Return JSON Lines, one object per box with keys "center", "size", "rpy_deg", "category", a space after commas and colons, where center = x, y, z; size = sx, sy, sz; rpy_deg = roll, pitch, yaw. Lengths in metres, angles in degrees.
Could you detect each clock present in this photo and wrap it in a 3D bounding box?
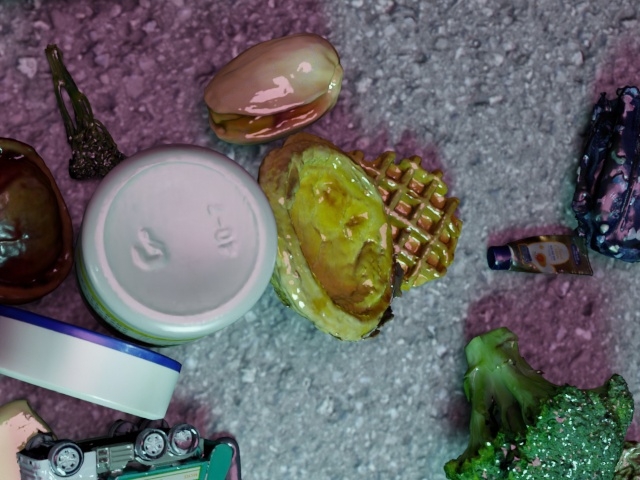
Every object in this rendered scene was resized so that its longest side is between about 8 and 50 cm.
{"center": [-0.285, 0.146, 1.334], "size": [0.230, 0.230, 0.083], "rpy_deg": [22, 80, -11], "category": "clock"}

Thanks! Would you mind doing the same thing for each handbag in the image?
{"center": [0.453, -0.094, 1.623], "size": [0.162, 0.113, 0.260], "rpy_deg": [20, 76, -17], "category": "handbag"}

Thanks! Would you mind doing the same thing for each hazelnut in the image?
{"center": [-0.387, -0.019, 1.370], "size": [0.170, 0.160, 0.202], "rpy_deg": [-36, 86, -18], "category": "hazelnut"}

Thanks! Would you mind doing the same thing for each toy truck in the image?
{"center": [-0.234, 0.281, 1.368], "size": [0.253, 0.114, 0.124], "rpy_deg": [-6, 91, -33], "category": "toy truck"}

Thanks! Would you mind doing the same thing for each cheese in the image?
{"center": [-0.424, 0.316, 1.368], "size": [0.255, 0.050, 0.127], "rpy_deg": [-42, 95, -15], "category": "cheese"}

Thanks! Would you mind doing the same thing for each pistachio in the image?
{"center": [-0.063, -0.202, 1.509], "size": [0.200, 0.117, 0.145], "rpy_deg": [-29, 52, -9], "category": "pistachio"}

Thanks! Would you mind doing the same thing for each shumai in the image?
{"center": [0.427, 0.328, 1.569], "size": [0.123, 0.099, 0.087], "rpy_deg": [-19, 70, -18], "category": "shumai"}

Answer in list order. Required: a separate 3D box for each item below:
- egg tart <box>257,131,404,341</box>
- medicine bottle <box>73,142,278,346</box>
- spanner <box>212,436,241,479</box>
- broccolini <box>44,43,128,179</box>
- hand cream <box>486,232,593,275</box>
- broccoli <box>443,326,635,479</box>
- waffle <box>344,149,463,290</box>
{"center": [0.000, 0.000, 1.402], "size": [0.279, 0.095, 0.279], "rpy_deg": [28, 54, -47], "category": "egg tart"}
{"center": [-0.183, 0.022, 1.321], "size": [0.208, 0.339, 0.208], "rpy_deg": [2, 81, -14], "category": "medicine bottle"}
{"center": [-0.109, 0.413, 1.450], "size": [0.087, 0.024, 0.316], "rpy_deg": [-1, 81, -16], "category": "spanner"}
{"center": [-0.320, -0.169, 1.461], "size": [0.074, 0.058, 0.201], "rpy_deg": [-23, 89, -23], "category": "broccolini"}
{"center": [0.318, 0.023, 1.609], "size": [0.163, 0.039, 0.062], "rpy_deg": [-2, 66, -17], "category": "hand cream"}
{"center": [0.289, 0.235, 1.498], "size": [0.254, 0.269, 0.269], "rpy_deg": [-39, 93, 20], "category": "broccoli"}
{"center": [0.082, -0.003, 1.542], "size": [0.253, 0.056, 0.249], "rpy_deg": [-1, 82, -16], "category": "waffle"}
